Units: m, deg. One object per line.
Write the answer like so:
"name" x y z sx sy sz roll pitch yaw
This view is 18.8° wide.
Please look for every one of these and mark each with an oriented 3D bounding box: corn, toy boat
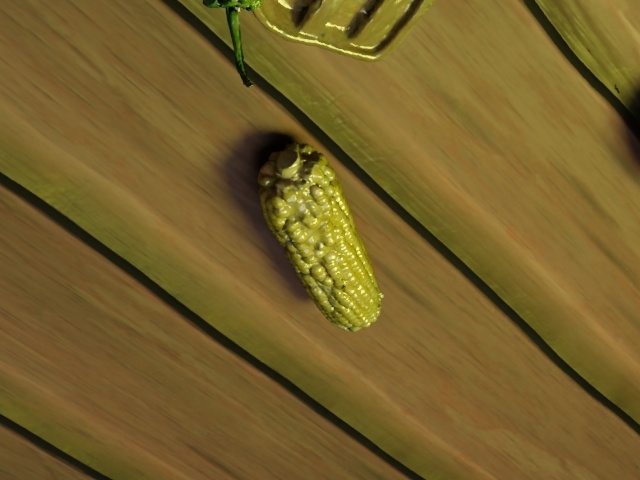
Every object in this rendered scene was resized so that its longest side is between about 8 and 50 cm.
"corn" 0.000 0.000 2.014 0.086 0.086 0.288 -22 141 2
"toy boat" 0.005 -0.237 1.761 0.188 0.061 0.116 14 131 -35

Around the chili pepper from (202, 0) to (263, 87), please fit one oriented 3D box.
"chili pepper" -0.057 -0.281 1.644 0.065 0.122 0.279 -14 126 -52
